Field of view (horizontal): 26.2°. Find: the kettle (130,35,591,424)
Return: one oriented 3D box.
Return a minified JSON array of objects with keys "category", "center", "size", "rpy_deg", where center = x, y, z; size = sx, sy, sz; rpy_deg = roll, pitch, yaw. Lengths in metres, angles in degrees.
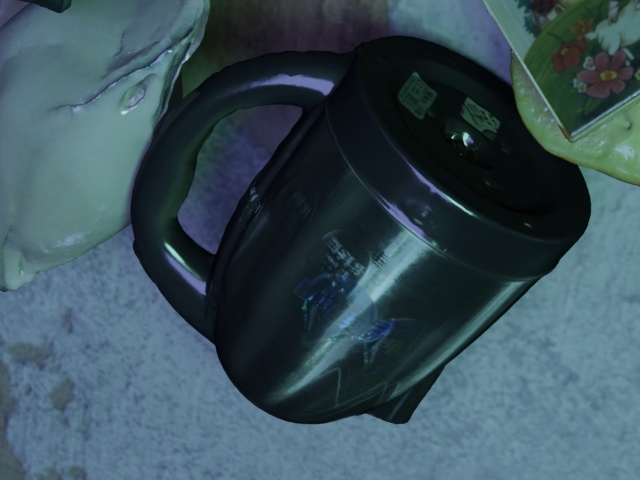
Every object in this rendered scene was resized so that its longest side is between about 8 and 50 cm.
[{"category":"kettle","center":[0.000,0.000,1.130],"size":[0.321,0.228,0.324],"rpy_deg":[33,123,-9]}]

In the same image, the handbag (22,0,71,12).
[{"category":"handbag","center":[-0.311,-0.295,1.107],"size":[0.260,0.079,0.247],"rpy_deg":[20,160,51]}]

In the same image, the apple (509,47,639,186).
[{"category":"apple","center":[0.256,-0.175,1.033],"size":[0.193,0.120,0.265],"rpy_deg":[29,99,23]}]

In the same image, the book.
[{"category":"book","center":[0.194,-0.262,0.989],"size":[0.228,0.018,0.322],"rpy_deg":[-34,73,17]}]

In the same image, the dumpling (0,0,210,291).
[{"category":"dumpling","center":[-0.227,-0.131,1.224],"size":[0.341,0.181,0.260],"rpy_deg":[109,144,-50]}]
